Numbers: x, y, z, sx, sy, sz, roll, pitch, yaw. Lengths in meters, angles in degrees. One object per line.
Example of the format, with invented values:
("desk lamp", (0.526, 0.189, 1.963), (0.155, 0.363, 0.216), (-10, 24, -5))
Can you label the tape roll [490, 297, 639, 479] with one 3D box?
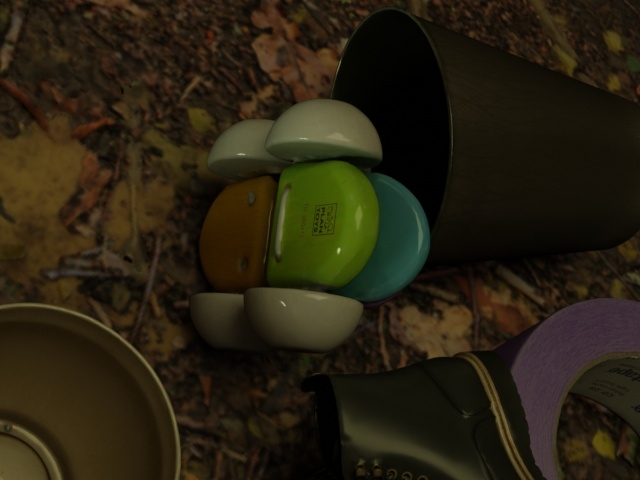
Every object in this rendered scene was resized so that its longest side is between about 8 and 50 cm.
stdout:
("tape roll", (0.222, 0.185, 0.927), (0.274, 0.090, 0.275), (14, 60, -25))

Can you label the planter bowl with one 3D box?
("planter bowl", (-0.174, 0.129, 0.711), (0.162, 0.109, 0.162), (13, 60, -25))

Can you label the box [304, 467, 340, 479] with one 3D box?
("box", (0.042, 0.305, 0.768), (0.257, 0.079, 0.322), (-25, 80, -39))

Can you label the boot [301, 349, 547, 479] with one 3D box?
("boot", (0.071, 0.165, 0.773), (0.137, 0.077, 0.198), (-1, 53, -27))

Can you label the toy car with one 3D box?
("toy car", (0.000, 0.000, 0.841), (0.136, 0.182, 0.159), (14, 78, -31))

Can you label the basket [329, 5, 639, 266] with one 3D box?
("basket", (0.141, -0.064, 0.975), (0.226, 0.154, 0.204), (7, 63, -31))
